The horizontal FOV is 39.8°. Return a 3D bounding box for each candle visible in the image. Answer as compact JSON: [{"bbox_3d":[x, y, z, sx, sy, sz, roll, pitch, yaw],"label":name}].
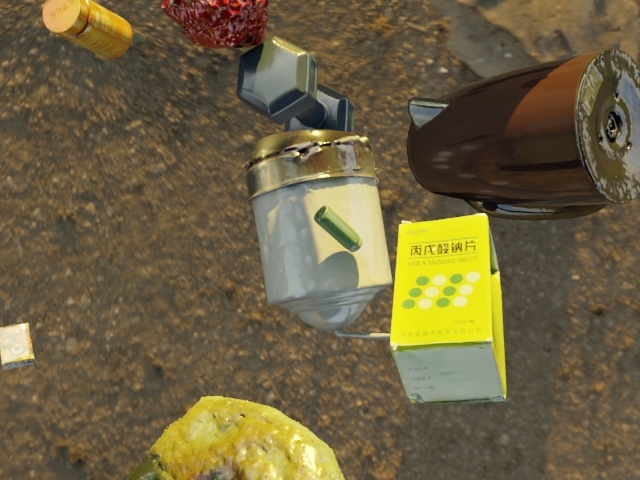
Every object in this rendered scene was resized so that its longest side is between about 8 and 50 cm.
[{"bbox_3d":[0.000,0.000,1.444,0.221,0.221,0.343,-6,84,-15],"label":"candle"}]

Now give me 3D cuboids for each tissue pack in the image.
[{"bbox_3d":[-0.594,0.207,1.726,0.063,0.083,0.035,-9,147,-17],"label":"tissue pack"}]

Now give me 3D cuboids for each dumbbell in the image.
[{"bbox_3d":[-0.041,-0.271,1.737,0.160,0.325,0.144,33,91,22],"label":"dumbbell"}]

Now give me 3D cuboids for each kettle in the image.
[{"bbox_3d":[0.215,-0.094,0.913,0.202,0.232,0.144,37,66,-36],"label":"kettle"}]

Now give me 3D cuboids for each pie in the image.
[{"bbox_3d":[-0.110,0.299,0.819,0.323,0.323,0.070,-41,135,-2],"label":"pie"}]

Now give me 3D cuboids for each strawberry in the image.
[{"bbox_3d":[-0.174,-0.391,1.603,0.190,0.236,0.111,-10,74,23],"label":"strawberry"}]

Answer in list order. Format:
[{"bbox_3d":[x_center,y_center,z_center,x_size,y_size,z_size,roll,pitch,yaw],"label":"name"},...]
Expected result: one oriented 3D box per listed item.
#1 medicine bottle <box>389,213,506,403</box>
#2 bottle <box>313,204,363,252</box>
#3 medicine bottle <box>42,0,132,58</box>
[{"bbox_3d":[0.180,0.094,1.244,0.137,0.250,0.141,-8,133,16],"label":"medicine bottle"},{"bbox_3d":[0.028,-0.016,1.314,0.030,0.030,0.083,-48,116,1],"label":"bottle"},{"bbox_3d":[-0.487,-0.453,1.861,0.096,0.192,0.096,-3,83,21],"label":"medicine bottle"}]
